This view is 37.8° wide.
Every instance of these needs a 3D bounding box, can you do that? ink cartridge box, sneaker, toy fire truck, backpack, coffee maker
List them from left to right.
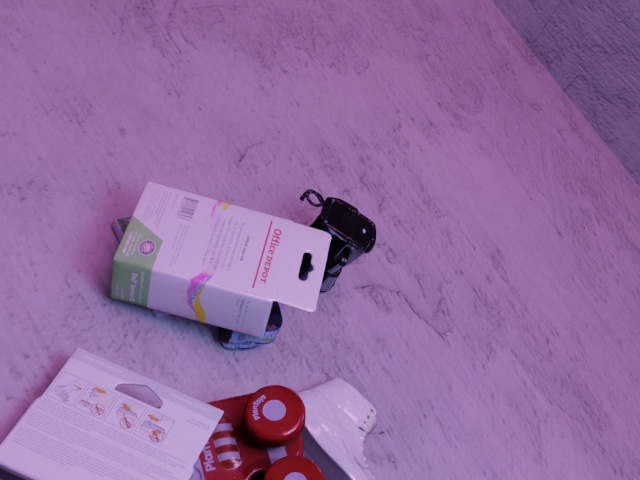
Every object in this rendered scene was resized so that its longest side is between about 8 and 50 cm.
[{"bbox_3d":[-0.322,0.313,1.443,0.275,0.060,0.239,23,42,7],"label":"ink cartridge box"},{"bbox_3d":[-0.174,0.043,1.678,0.354,0.119,0.207,16,47,-2],"label":"ink cartridge box"},{"bbox_3d":[-0.133,0.387,1.504,0.254,0.169,0.302,-11,55,-11],"label":"toy fire truck"},{"bbox_3d":[-0.133,0.149,1.740,0.114,0.084,0.105,5,47,-17],"label":"backpack"},{"bbox_3d":[0.000,0.000,1.889,0.171,0.178,0.120,48,41,4],"label":"coffee maker"},{"bbox_3d":[0.065,0.377,1.682,0.169,0.108,0.292,-21,69,-40],"label":"sneaker"}]

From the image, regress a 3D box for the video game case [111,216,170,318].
[{"bbox_3d":[-0.271,0.036,1.783,0.193,0.023,0.212,-12,63,-41],"label":"video game case"}]
